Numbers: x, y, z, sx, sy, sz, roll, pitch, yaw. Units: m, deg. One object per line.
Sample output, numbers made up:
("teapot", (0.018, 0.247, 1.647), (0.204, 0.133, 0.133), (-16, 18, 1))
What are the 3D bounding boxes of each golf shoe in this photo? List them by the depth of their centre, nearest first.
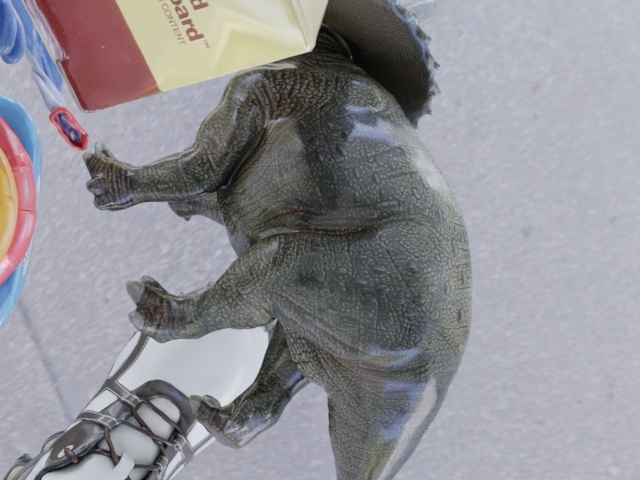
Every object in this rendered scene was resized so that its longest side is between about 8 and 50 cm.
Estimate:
("golf shoe", (-0.097, 0.108, 0.684), (0.077, 0.094, 0.198), (40, 101, -12))

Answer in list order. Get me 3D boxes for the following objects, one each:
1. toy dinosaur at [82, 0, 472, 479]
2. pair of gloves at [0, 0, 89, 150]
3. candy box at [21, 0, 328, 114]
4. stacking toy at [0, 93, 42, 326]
("toy dinosaur", (0.000, 0.000, 0.562), (0.160, 0.121, 0.313), (-20, 66, 19))
("pair of gloves", (-0.194, -0.152, 0.802), (0.023, 0.198, 0.159), (-24, 64, -1))
("candy box", (-0.048, -0.206, 0.474), (0.316, 0.087, 0.183), (-77, 150, -55))
("stacking toy", (-0.257, -0.030, 0.757), (0.165, 0.302, 0.175), (8, 86, -8))
